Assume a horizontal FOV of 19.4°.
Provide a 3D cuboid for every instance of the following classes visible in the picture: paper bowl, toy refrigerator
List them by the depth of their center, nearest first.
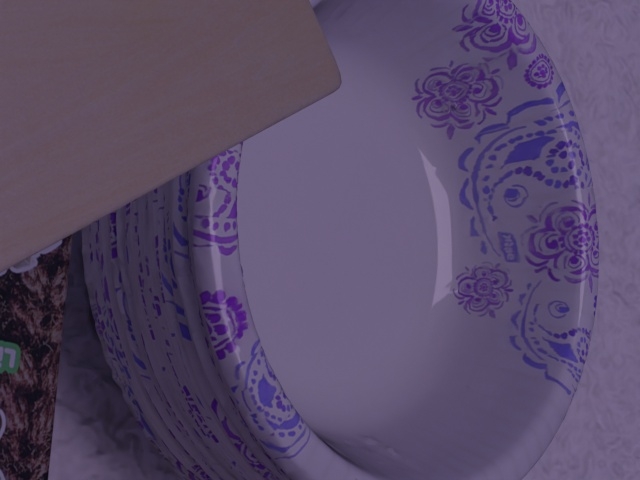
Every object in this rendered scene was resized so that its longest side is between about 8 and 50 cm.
[{"bbox_3d":[-0.126,-0.031,0.512,0.269,0.094,0.102,-33,101,-42],"label":"toy refrigerator"},{"bbox_3d":[0.000,0.000,0.932,0.284,0.148,0.284,6,82,-46],"label":"paper bowl"}]

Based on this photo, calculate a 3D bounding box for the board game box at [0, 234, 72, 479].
[{"bbox_3d":[-0.217,0.088,0.635,0.141,0.232,0.291,14,75,-44],"label":"board game box"}]
